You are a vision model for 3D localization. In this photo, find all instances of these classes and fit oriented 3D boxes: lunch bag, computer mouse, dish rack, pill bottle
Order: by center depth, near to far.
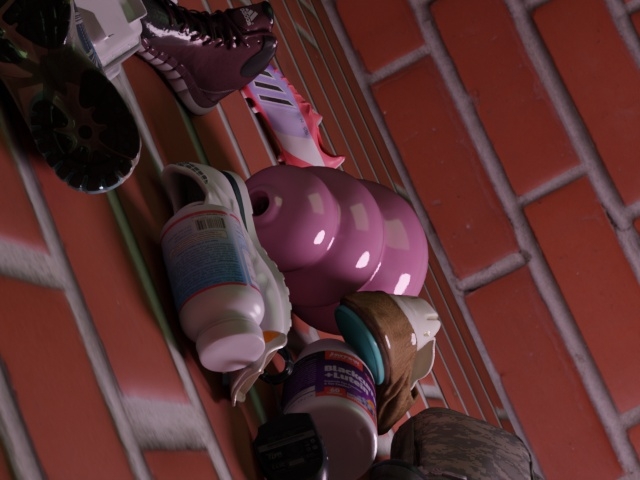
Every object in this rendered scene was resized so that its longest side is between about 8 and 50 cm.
[{"bbox_3d":[-0.106,0.049,1.600,0.087,0.087,0.160,51,17,-52],"label":"pill bottle"},{"bbox_3d":[-0.274,-0.295,1.649,0.285,0.072,0.333,62,9,-11],"label":"dish rack"},{"bbox_3d":[-0.044,0.184,1.676,0.242,0.071,0.041,-111,-173,-48],"label":"computer mouse"},{"bbox_3d":[0.009,0.186,1.789,0.108,0.108,0.193,61,10,-19],"label":"pill bottle"},{"bbox_3d":[0.190,0.362,2.046,0.256,0.212,0.305,46,12,-7],"label":"lunch bag"}]

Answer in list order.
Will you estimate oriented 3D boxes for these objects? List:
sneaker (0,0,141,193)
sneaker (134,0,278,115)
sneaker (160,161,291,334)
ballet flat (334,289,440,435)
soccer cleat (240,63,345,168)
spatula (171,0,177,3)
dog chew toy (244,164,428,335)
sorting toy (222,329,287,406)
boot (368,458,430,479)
[{"bbox_3d":[-0.254,-0.168,1.424,0.122,0.110,0.283,153,-86,-82],"label":"sneaker"},{"bbox_3d":[-0.147,-0.274,1.965,0.281,0.162,0.106,47,19,-59],"label":"sneaker"},{"bbox_3d":[-0.109,0.020,1.719,0.095,0.090,0.235,21,39,-57],"label":"sneaker"},{"bbox_3d":[0.089,0.138,1.976,0.116,0.124,0.342,52,-16,27],"label":"ballet flat"},{"bbox_3d":[-0.053,-0.206,2.472,0.248,0.095,0.083,63,10,-9],"label":"soccer cleat"},{"bbox_3d":[-0.265,-0.446,2.206,0.242,0.019,0.168,49,18,-56],"label":"spatula"},{"bbox_3d":[0.000,0.000,1.988,0.332,0.206,0.206,30,35,-58],"label":"dog chew toy"},{"bbox_3d":[-0.075,0.133,1.612,0.045,0.083,0.075,31,19,-12],"label":"sorting toy"},{"bbox_3d":[0.129,0.406,1.655,0.338,0.118,0.223,64,29,-9],"label":"boot"}]
